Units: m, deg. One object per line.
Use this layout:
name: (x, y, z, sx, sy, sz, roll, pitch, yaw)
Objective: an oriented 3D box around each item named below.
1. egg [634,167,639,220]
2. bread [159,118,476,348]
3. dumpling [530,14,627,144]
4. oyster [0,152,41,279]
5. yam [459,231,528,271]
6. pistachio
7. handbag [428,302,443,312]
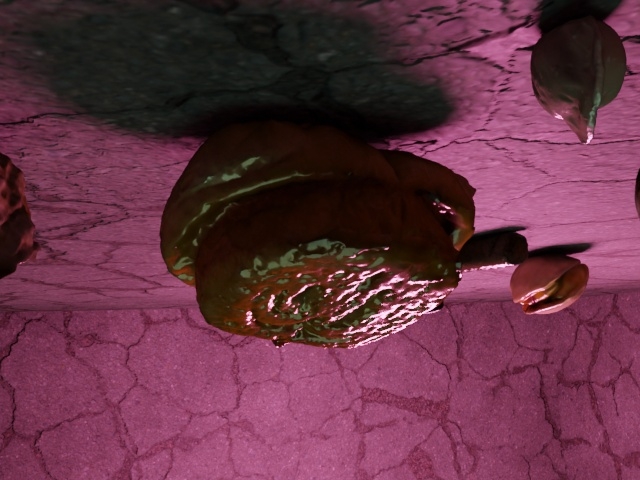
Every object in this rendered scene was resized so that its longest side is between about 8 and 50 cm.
egg: (0.273, -0.031, 0.323, 0.169, 0.169, 0.231, 5, 175, -40)
bread: (-0.002, 0.001, 0.509, 0.236, 0.120, 0.198, 11, 145, -27)
dumpling: (0.129, -0.078, 0.330, 0.043, 0.059, 0.077, -11, 177, -13)
oyster: (-0.263, -0.027, 0.397, 0.166, 0.110, 0.341, 3, 174, -2)
yam: (0.256, 0.020, 1.025, 0.054, 0.054, 0.132, 3, 170, -33)
pistachio: (0.444, 0.077, 1.281, 0.145, 0.117, 0.200, -39, 169, -12)
handbag: (0.159, 0.085, 1.063, 0.072, 0.047, 0.111, -8, -168, -7)
